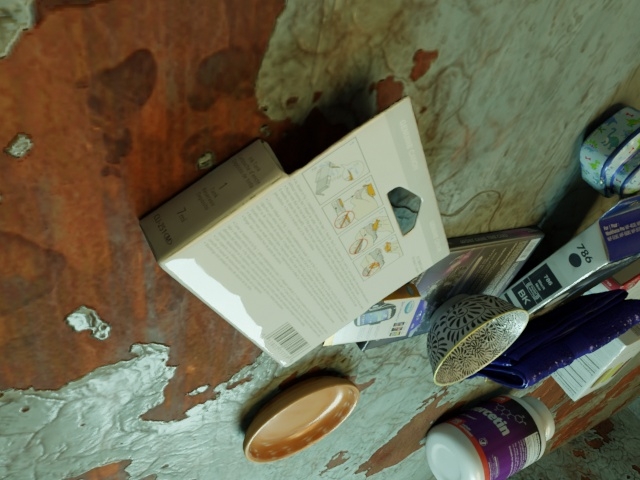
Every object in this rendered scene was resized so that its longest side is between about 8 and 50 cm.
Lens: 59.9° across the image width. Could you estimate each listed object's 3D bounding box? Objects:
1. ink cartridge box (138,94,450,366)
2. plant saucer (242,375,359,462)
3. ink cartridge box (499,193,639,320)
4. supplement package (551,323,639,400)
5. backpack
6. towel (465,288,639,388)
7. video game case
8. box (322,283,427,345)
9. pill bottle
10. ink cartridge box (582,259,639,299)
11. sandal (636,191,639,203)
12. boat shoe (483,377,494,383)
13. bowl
[{"bbox_3d":[0.000,0.000,0.555,0.239,0.060,0.275,-35,145,-2],"label":"ink cartridge box"},{"bbox_3d":[-0.032,0.275,0.869,0.200,0.037,0.200,-22,143,-18],"label":"plant saucer"},{"bbox_3d":[0.418,0.037,0.877,0.165,0.065,0.332,-15,154,-27],"label":"ink cartridge box"},{"bbox_3d":[0.669,0.254,1.349,0.139,0.134,0.244,-16,141,-26],"label":"supplement package"},{"bbox_3d":[0.407,-0.115,0.740,0.105,0.084,0.114,-44,143,9],"label":"backpack"},{"bbox_3d":[0.417,0.174,1.043,0.308,0.076,0.228,-21,180,-20],"label":"towel"},{"bbox_3d":[0.197,0.069,0.832,0.274,0.026,0.196,-7,136,-34],"label":"video game case"},{"bbox_3d":[0.071,0.096,0.727,0.136,0.028,0.081,-5,134,-19],"label":"box"},{"bbox_3d":[0.437,0.505,1.409,0.323,0.181,0.181,-13,139,-30],"label":"pill bottle"},{"bbox_3d":[0.640,0.088,1.184,0.127,0.072,0.175,-29,145,-10],"label":"ink cartridge box"},{"bbox_3d":[0.528,-0.093,0.907,0.072,0.049,0.180,-43,130,0],"label":"sandal"},{"bbox_3d":[0.414,0.255,1.212,0.152,0.049,0.056,-25,125,-8],"label":"boat shoe"},{"bbox_3d":[0.217,0.133,0.832,0.170,0.080,0.170,-22,143,-18],"label":"bowl"}]
